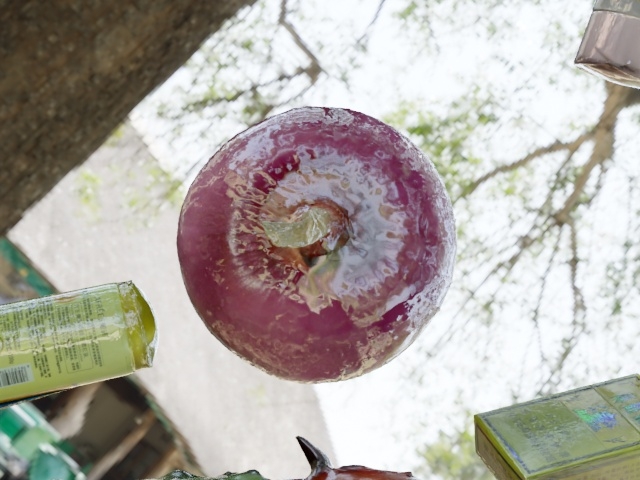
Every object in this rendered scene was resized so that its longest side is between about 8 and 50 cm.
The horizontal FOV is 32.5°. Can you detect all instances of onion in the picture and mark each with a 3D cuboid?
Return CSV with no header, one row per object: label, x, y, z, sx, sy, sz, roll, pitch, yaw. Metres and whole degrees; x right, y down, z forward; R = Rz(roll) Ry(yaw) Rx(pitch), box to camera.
onion,0.010,0.005,1.383,0.358,0.358,0.345,48,-20,-21

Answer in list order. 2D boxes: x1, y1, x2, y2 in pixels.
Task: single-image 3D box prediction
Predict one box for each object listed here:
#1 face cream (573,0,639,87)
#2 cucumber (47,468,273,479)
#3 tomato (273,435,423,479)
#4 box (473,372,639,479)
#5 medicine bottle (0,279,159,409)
face cream,0.345,-0.282,1.082,0.073,0.269,0.107,18,7,-41
cucumber,-0.110,0.131,0.306,0.244,0.134,0.134,11,11,-46
tomato,0.018,0.298,0.900,0.256,0.256,0.224,63,14,-50
box,0.303,0.229,1.249,0.141,0.220,0.064,-130,-151,-63
medicine bottle,-0.313,0.122,1.319,0.124,0.239,0.124,169,-90,-76
